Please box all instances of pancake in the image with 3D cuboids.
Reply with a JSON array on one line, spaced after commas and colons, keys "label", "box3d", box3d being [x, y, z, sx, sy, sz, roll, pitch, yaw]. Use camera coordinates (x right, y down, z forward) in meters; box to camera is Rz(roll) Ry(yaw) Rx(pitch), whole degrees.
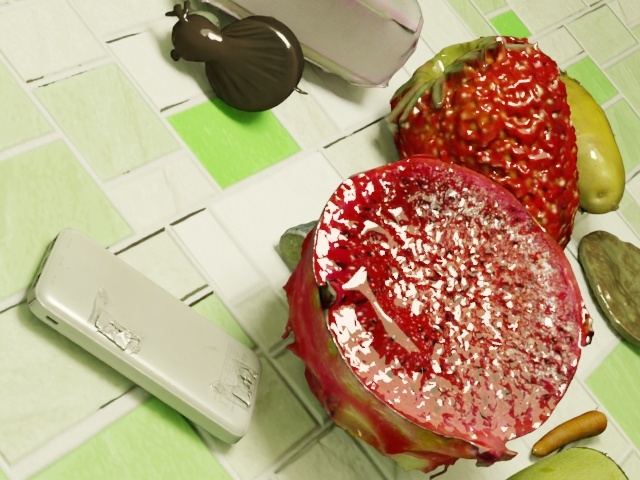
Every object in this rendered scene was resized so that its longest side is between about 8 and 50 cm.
[{"label": "pancake", "box3d": [0.503, 0.083, 2.447, 0.236, 0.042, 0.222, 52, 39, 11]}]

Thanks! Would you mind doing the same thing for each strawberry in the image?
[{"label": "strawberry", "box3d": [0.266, -0.131, 2.231, 0.343, 0.292, 0.292, 59, 32, -16]}]

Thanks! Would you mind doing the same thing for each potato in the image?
[{"label": "potato", "box3d": [0.403, -0.163, 2.455, 0.173, 0.140, 0.300, 47, 18, -35]}]

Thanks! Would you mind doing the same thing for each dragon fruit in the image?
[{"label": "dragon fruit", "box3d": [0.116, 0.106, 1.805, 0.371, 0.249, 0.386, 2, 63, -25]}]

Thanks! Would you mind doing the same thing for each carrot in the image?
[{"label": "carrot", "box3d": [0.339, 0.269, 2.096, 0.190, 0.037, 0.037, -12, 66, -48]}]

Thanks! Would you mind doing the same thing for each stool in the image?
[{"label": "stool", "box3d": [-0.111, -0.252, 2.043, 0.217, 0.125, 0.121, 24, 20, -3]}]

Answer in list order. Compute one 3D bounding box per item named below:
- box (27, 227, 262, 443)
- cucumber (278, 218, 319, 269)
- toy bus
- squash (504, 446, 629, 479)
[{"label": "box", "box3d": [-0.187, 0.104, 1.669, 0.285, 0.044, 0.142, 36, 34, -17]}, {"label": "cucumber", "box3d": [-0.001, 0.001, 1.955, 0.064, 0.064, 0.112, 55, 35, 9]}, {"label": "toy bus", "box3d": [-0.019, -0.349, 2.173, 0.386, 0.171, 0.162, 25, 32, -32]}, {"label": "squash", "box3d": [0.275, 0.343, 1.864, 0.247, 0.132, 0.132, -13, 67, -53]}]
